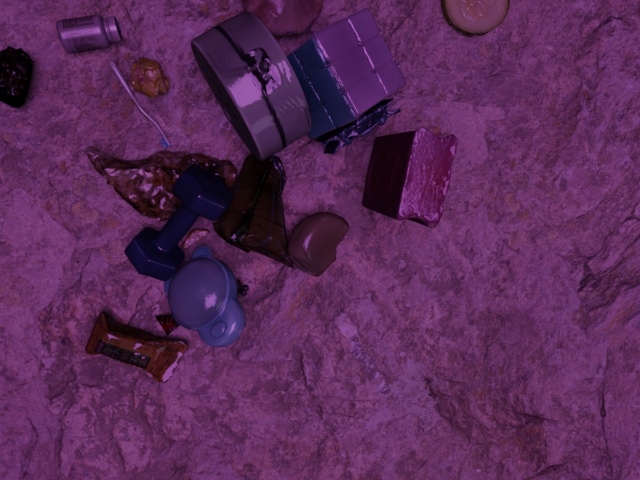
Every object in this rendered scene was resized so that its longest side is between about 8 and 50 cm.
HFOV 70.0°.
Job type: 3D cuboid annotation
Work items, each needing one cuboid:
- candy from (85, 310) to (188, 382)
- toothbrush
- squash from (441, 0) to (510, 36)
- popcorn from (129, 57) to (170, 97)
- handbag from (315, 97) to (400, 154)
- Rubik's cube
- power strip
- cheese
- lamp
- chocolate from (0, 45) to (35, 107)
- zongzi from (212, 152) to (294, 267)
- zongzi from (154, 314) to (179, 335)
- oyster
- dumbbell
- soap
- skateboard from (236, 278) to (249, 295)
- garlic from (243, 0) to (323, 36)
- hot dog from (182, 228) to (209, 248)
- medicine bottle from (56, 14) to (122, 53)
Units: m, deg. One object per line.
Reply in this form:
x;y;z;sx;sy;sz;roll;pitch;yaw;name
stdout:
-0.537;0.318;1.335;0.271;0.101;0.143;26;91;-21;candy
-0.491;-0.370;1.253;0.026;0.022;0.263;-35;106;-17;toothbrush
0.470;-0.737;1.388;0.219;0.041;0.220;-2;100;-12;squash
-0.451;-0.432;1.214;0.089;0.109;0.097;-15;144;-40;popcorn
0.103;-0.328;1.313;0.229;0.179;0.062;-33;106;-3;handbag
0.045;-0.439;1.222;0.221;0.231;0.225;-40;108;-29;Rubik's cube
-0.173;-0.381;1.147;0.161;0.357;0.358;-32;105;-7;power strip
0.000;0.000;1.375;0.202;0.091;0.175;-46;128;-14;cheese
-0.321;0.169;1.288;0.209;0.147;0.284;-42;82;11;lamp
-0.781;-0.423;1.134;0.156;0.156;0.133;30;74;-16;chocolate
-0.138;-0.079;1.351;0.300;0.138;0.286;32;76;-40;zongzi
-0.451;0.256;1.372;0.083;0.067;0.074;-1;113;6;zongzi
-0.435;-0.145;1.267;0.395;0.111;0.205;1;103;-17;oyster
-0.379;-0.042;1.221;0.159;0.144;0.325;24;118;-42;dumbbell
0.234;-0.178;1.277;0.127;0.359;0.233;10;98;-11;soap
-0.291;0.179;1.384;0.080;0.067;0.151;40;94;-7;skateboard
-0.100;-0.664;1.171;0.244;0.253;0.245;-1;104;-4;garlic
-0.371;-0.011;1.341;0.090;0.030;0.034;-34;104;-5;hot dog
-0.588;-0.531;1.170;0.139;0.079;0.079;-14;103;-9;medicine bottle
